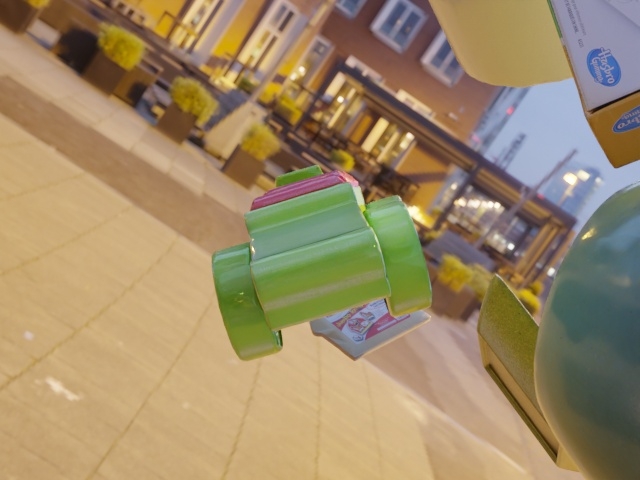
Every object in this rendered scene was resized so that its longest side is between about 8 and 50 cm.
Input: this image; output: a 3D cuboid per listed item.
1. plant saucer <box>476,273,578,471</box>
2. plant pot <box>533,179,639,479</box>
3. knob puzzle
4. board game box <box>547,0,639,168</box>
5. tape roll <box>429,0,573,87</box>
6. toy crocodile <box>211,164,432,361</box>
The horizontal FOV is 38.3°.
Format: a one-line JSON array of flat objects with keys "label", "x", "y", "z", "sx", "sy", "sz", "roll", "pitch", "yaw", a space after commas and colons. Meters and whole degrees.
[{"label": "plant saucer", "x": 0.212, "y": 0.145, "z": 0.902, "sx": 0.188, "sy": 0.045, "sz": 0.188, "roll": 55, "pitch": -4, "yaw": 26}, {"label": "plant pot", "x": 0.281, "y": 0.080, "z": 0.579, "sx": 0.235, "sy": 0.293, "sz": 0.293, "roll": 22, "pitch": -3, "yaw": 40}, {"label": "knob puzzle", "x": 0.063, "y": 0.128, "z": 1.601, "sx": 0.213, "sy": 0.030, "sz": 0.213, "roll": -1, "pitch": 35, "yaw": 0}, {"label": "board game box", "x": 0.284, "y": -0.207, "z": 0.535, "sx": 0.064, "sy": 0.316, "sz": 0.242, "roll": 40, "pitch": 36, "yaw": -48}, {"label": "tape roll", "x": 0.242, "y": -0.269, "z": 0.870, "sx": 0.100, "sy": 0.286, "sz": 0.286, "roll": 57, "pitch": -5, "yaw": -29}, {"label": "toy crocodile", "x": 0.000, "y": 0.000, "z": 0.578, "sx": 0.340, "sy": 0.115, "sz": 0.105, "roll": -40, "pitch": 114, "yaw": -85}]
